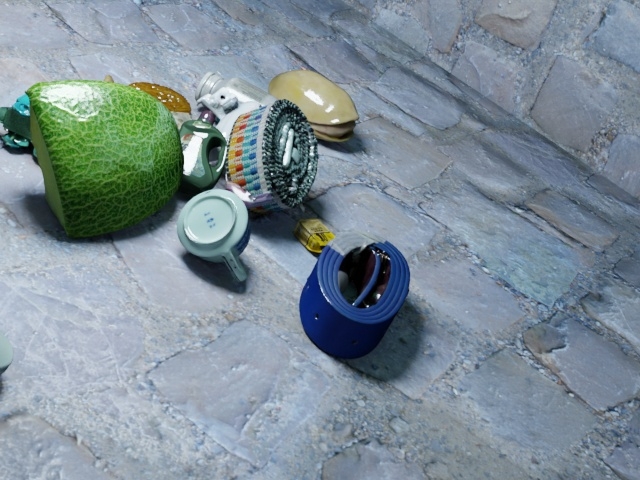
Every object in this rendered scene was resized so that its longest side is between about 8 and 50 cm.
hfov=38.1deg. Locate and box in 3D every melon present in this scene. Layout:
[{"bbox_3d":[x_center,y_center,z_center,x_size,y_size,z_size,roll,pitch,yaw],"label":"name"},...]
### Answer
[{"bbox_3d":[-0.442,-0.192,2.000,0.344,0.226,0.331,-21,91,-30],"label":"melon"}]

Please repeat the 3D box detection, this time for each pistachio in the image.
[{"bbox_3d":[-0.020,-0.391,2.679,0.293,0.162,0.181,37,50,13],"label":"pistachio"}]

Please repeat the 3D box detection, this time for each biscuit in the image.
[{"bbox_3d":[-0.438,-0.375,2.492,0.188,0.027,0.188,18,33,-12],"label":"biscuit"}]

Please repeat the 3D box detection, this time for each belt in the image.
[{"bbox_3d":[0.074,0.111,2.025,0.212,0.117,0.347,26,33,1],"label":"belt"},{"bbox_3d":[-0.125,-0.186,2.234,0.207,0.161,0.295,30,55,-46],"label":"belt"}]

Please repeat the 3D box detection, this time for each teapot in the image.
[{"bbox_3d":[-0.215,-0.013,2.008,0.159,0.159,0.232,-3,53,-37],"label":"teapot"}]

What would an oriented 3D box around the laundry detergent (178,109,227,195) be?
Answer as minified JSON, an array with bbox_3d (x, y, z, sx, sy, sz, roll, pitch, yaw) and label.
[{"bbox_3d":[-0.287,-0.218,2.215,0.144,0.078,0.221,20,63,3],"label":"laundry detergent"}]

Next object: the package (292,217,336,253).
[{"bbox_3d":[0.000,0.000,2.205,0.071,0.047,0.131,-6,41,-47],"label":"package"}]

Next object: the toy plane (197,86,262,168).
[{"bbox_3d":[-0.221,-0.271,2.360,0.245,0.117,0.244,19,60,-35],"label":"toy plane"}]

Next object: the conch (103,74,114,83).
[{"bbox_3d":[-0.525,-0.365,2.354,0.109,0.093,0.330,6,34,-16],"label":"conch"}]

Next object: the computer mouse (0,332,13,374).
[{"bbox_3d":[-0.610,0.187,1.483,0.231,0.079,0.128,-10,43,-39],"label":"computer mouse"}]

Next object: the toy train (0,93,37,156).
[{"bbox_3d":[-0.629,-0.258,2.116,0.198,0.107,0.154,24,23,-1],"label":"toy train"}]

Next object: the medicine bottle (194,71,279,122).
[{"bbox_3d":[-0.228,-0.371,2.525,0.215,0.135,0.135,28,31,7],"label":"medicine bottle"}]

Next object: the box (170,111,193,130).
[{"bbox_3d":[-0.357,-0.292,2.405,0.062,0.045,0.098,0,40,-32],"label":"box"}]
